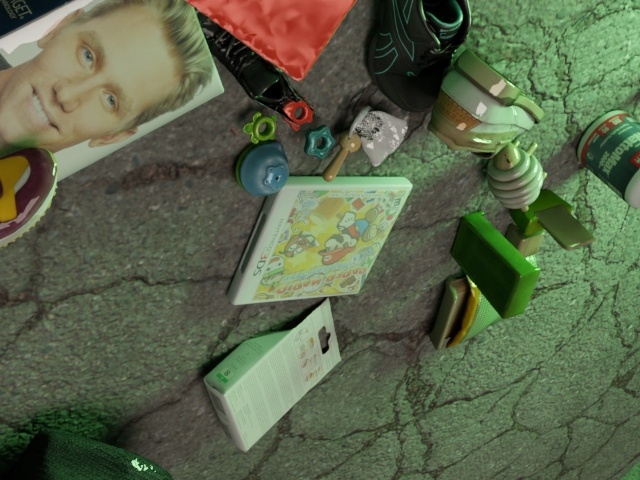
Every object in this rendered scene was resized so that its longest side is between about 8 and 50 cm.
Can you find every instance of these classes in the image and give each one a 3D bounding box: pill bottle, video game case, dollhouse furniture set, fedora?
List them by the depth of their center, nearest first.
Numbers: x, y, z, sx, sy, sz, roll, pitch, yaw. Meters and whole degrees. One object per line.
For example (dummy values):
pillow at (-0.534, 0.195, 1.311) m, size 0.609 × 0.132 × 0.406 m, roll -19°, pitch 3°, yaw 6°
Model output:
fedora at (-0.313, 0.355, 1.276) m, size 0.334 × 0.334 × 0.153 m, roll 50°, pitch 57°, yaw -53°
video game case at (0.000, 0.000, 1.297) m, size 0.227 × 0.026 × 0.206 m, roll -3°, pitch 131°, yaw -38°
pill bottle at (0.500, -0.113, 1.460) m, size 0.108 × 0.180 × 0.108 m, roll -22°, pitch 140°, yaw -20°
dollhouse furniture set at (0.320, 0.092, 1.550) m, size 0.197 × 0.151 × 0.302 m, roll -16°, pitch 138°, yaw -27°

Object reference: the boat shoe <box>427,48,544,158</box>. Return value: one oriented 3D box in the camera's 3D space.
boat shoe at (0.202, -0.164, 1.178) m, size 0.103 × 0.113 × 0.302 m, roll -52°, pitch 162°, yaw 15°

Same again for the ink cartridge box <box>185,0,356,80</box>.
ink cartridge box at (-0.010, -0.357, 0.734) m, size 0.308 × 0.091 × 0.385 m, roll 33°, pitch 99°, yaw -25°

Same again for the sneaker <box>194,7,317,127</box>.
sneaker at (-0.074, -0.188, 0.986) m, size 0.051 × 0.089 × 0.170 m, roll -43°, pitch 143°, yaw 6°

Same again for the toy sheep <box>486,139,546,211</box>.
toy sheep at (0.292, -0.093, 1.392) m, size 0.091 × 0.091 × 0.132 m, roll -35°, pitch 125°, yaw -4°

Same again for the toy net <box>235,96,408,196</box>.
toy net at (0.003, -0.131, 1.154) m, size 0.232 × 0.045 × 0.122 m, roll -20°, pitch 121°, yaw -27°

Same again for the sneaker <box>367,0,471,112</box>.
sneaker at (0.115, -0.238, 1.078) m, size 0.101 × 0.106 × 0.267 m, roll -31°, pitch 144°, yaw -14°

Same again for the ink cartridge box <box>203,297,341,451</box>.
ink cartridge box at (-0.070, 0.199, 1.447) m, size 0.224 × 0.056 × 0.181 m, roll -43°, pitch 147°, yaw -25°

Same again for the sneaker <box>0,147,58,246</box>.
sneaker at (-0.314, -0.026, 0.801) m, size 0.185 × 0.069 × 0.084 m, roll -38°, pitch 150°, yaw -1°

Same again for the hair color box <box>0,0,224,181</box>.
hair color box at (-0.279, -0.142, 0.855) m, size 0.347 × 0.105 × 0.174 m, roll -31°, pitch 143°, yaw -10°
